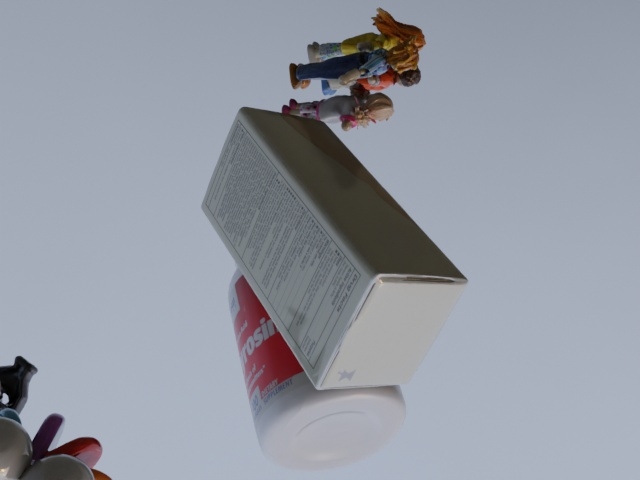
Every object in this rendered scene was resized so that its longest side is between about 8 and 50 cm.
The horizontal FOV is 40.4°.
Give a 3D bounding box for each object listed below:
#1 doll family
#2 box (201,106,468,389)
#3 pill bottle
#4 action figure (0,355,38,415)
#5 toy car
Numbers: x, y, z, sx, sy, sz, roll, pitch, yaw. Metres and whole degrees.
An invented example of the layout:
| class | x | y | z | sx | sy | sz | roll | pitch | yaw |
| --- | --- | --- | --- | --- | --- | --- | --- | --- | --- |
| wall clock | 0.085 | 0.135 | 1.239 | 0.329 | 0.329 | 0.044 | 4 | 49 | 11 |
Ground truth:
| class | x | y | z | sx | sy | sz | roll | pitch | yaw |
| --- | --- | --- | --- | --- | --- | --- | --- | --- | --- |
| doll family | 0.053 | -0.229 | 1.121 | 0.163 | 0.118 | 0.263 | -4 | -157 | 20 |
| box | 0.000 | 0.000 | 0.920 | 0.121 | 0.148 | 0.311 | 4 | -145 | -36 |
| pill bottle | -0.024 | 0.143 | 1.409 | 0.229 | 0.229 | 0.407 | 4 | -136 | -23 |
| action figure | -0.500 | 0.267 | 1.021 | 0.330 | 0.178 | 0.341 | 15 | -109 | 4 |
| toy car | -0.303 | 0.248 | 0.930 | 0.182 | 0.159 | 0.136 | 30 | -138 | 2 |
